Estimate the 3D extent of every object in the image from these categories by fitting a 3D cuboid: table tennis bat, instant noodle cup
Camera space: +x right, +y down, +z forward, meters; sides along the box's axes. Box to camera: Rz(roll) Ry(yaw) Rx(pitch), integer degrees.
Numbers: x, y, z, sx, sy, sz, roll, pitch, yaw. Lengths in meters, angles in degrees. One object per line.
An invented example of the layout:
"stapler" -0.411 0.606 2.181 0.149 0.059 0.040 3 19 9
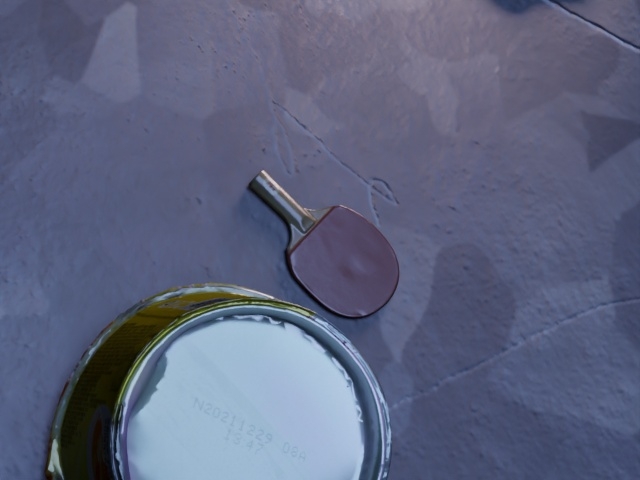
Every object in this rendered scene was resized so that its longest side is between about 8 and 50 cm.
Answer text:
"table tennis bat" 0.000 0.000 1.644 0.156 0.013 0.087 44 68 -1
"instant noodle cup" -0.064 0.152 1.444 0.264 0.200 0.264 2 82 -13
